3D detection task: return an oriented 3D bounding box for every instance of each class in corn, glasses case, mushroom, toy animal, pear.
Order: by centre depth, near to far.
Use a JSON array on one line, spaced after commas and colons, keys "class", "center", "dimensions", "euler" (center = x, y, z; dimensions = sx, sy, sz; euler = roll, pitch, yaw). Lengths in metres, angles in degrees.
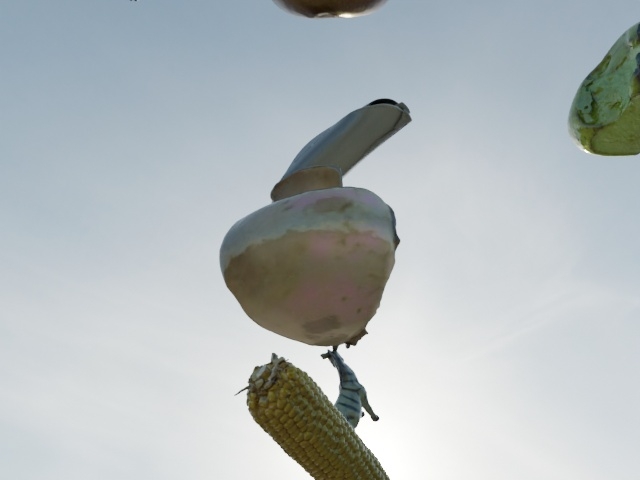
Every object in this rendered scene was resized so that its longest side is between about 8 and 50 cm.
[{"class": "mushroom", "center": [-0.018, -0.005, 0.798], "dimensions": [0.173, 0.236, 0.162], "euler": [8, -33, -30]}, {"class": "corn", "center": [0.003, 0.305, 0.959], "dimensions": [0.106, 0.106, 0.305], "euler": [-28, -73, 37]}, {"class": "glasses case", "center": [0.013, -0.143, 1.123], "dimensions": [0.308, 0.128, 0.083], "euler": [-43, -67, 3]}, {"class": "toy animal", "center": [0.047, 0.325, 1.261], "dimensions": [0.073, 0.217, 0.176], "euler": [-21, -61, 30]}, {"class": "pear", "center": [0.607, -0.301, 1.283], "dimensions": [0.164, 0.238, 0.255], "euler": [22, -25, -13]}]

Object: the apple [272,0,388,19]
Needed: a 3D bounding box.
[{"class": "apple", "center": [0.010, -0.328, 0.721], "dimensions": [0.163, 0.146, 0.147], "euler": [0, -63, -4]}]
